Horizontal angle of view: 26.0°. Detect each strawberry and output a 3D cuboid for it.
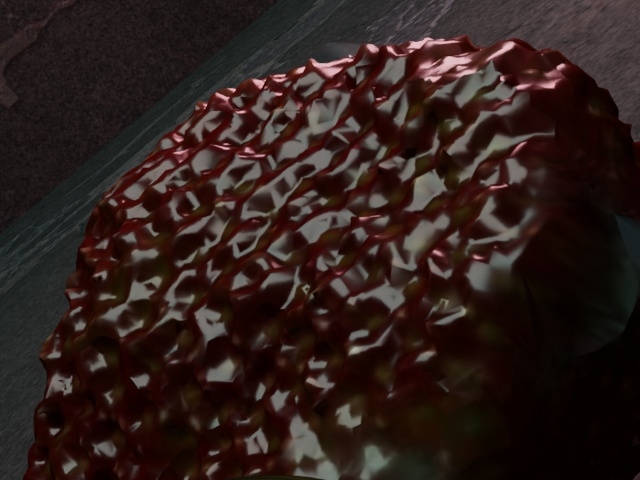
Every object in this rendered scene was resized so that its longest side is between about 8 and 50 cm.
[{"bbox_3d":[0.025,0.064,0.587,0.351,0.267,0.312,-31,36,58],"label":"strawberry"}]

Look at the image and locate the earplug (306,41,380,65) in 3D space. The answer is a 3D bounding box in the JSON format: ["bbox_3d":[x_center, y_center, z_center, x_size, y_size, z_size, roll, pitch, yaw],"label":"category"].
[{"bbox_3d":[-0.008,-0.008,1.072,0.325,0.175,0.214,-49,24,-6],"label":"earplug"}]

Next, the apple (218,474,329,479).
[{"bbox_3d":[0.014,0.185,0.326,0.257,0.257,0.233,1,71,66],"label":"apple"}]
